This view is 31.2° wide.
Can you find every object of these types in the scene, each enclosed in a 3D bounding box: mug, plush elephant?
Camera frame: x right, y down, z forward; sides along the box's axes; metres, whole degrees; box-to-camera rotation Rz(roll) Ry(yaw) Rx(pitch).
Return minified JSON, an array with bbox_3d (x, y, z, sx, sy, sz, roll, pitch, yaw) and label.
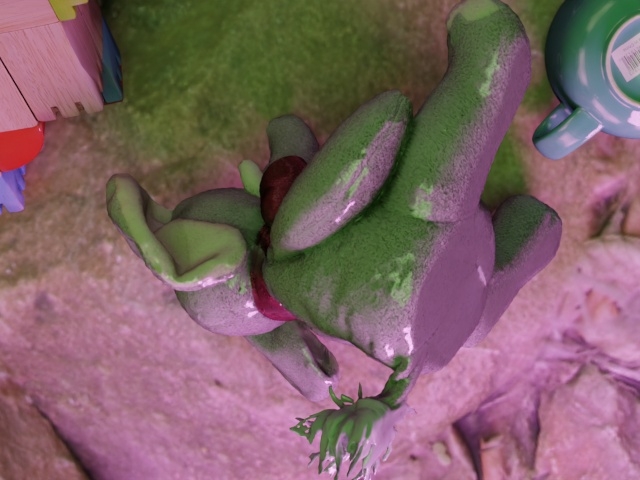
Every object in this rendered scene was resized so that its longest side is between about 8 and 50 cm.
[{"bbox_3d":[0.245,-0.131,0.894,0.130,0.097,0.157,8,103,-2],"label":"mug"},{"bbox_3d":[0.000,0.000,0.869,0.255,0.272,0.330,19,67,31],"label":"plush elephant"}]

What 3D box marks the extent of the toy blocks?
[{"bbox_3d":[-0.299,-0.113,0.832,0.382,0.261,0.190,-10,59,4],"label":"toy blocks"}]
